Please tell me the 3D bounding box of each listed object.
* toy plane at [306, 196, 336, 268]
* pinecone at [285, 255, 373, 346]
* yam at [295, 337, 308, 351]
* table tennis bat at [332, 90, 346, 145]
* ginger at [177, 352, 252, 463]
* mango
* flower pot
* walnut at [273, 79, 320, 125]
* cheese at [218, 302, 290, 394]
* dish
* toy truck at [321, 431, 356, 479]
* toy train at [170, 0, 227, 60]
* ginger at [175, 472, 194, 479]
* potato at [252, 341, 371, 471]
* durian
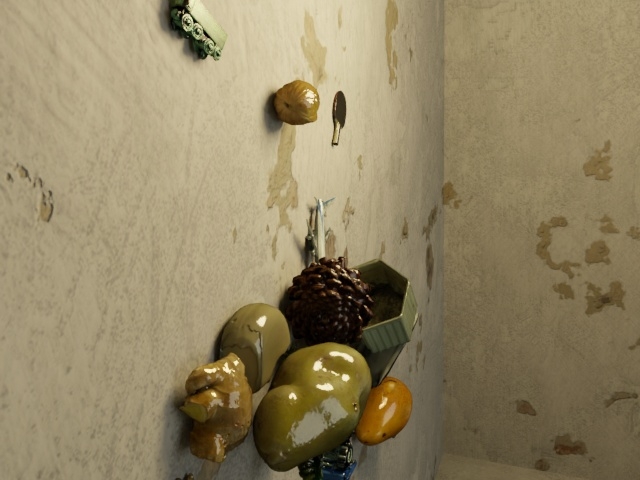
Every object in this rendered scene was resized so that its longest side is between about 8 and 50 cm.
[{"bbox_3d":[-0.003,-0.002,1.697,0.226,0.058,0.226,15,83,-74],"label":"toy plane"},{"bbox_3d":[0.028,0.141,1.592,0.221,0.221,0.221,4,90,-70],"label":"pinecone"},{"bbox_3d":[-0.020,0.294,1.677,0.127,0.084,0.084,60,39,-55],"label":"yam"},{"bbox_3d":[0.051,-0.337,1.838,0.095,0.014,0.158,46,50,-65],"label":"table tennis bat"},{"bbox_3d":[-0.182,0.314,1.217,0.157,0.102,0.216,-29,122,-61],"label":"ginger"},{"bbox_3d":[0.209,0.573,2.254,0.290,0.160,0.191,-39,137,-51],"label":"mango"},{"bbox_3d":[0.163,0.194,1.965,0.209,0.239,0.189,-47,149,-13],"label":"flower pot"},{"bbox_3d":[-0.048,-0.298,1.459,0.124,0.105,0.105,-16,109,-69],"label":"walnut"},{"bbox_3d":[-0.127,0.212,1.360,0.202,0.091,0.175,-27,121,-67],"label":"cheese"},{"bbox_3d":[0.193,0.324,2.125,0.303,0.120,0.303,-58,175,-9],"label":"dish"},{"bbox_3d":[0.037,0.571,1.838,0.126,0.113,0.208,17,79,-70],"label":"toy truck"},{"bbox_3d":[-0.203,-0.357,1.121,0.148,0.038,0.071,41,57,-66],"label":"toy train"},{"bbox_3d":[-0.245,0.453,1.177,0.048,0.030,0.097,76,25,-43],"label":"ginger"},{"bbox_3d":[-0.023,0.336,1.354,0.351,0.202,0.218,-38,162,-55],"label":"potato"},{"bbox_3d":[-0.064,0.411,1.510,0.132,0.107,0.375,104,-22,-60],"label":"durian"}]
